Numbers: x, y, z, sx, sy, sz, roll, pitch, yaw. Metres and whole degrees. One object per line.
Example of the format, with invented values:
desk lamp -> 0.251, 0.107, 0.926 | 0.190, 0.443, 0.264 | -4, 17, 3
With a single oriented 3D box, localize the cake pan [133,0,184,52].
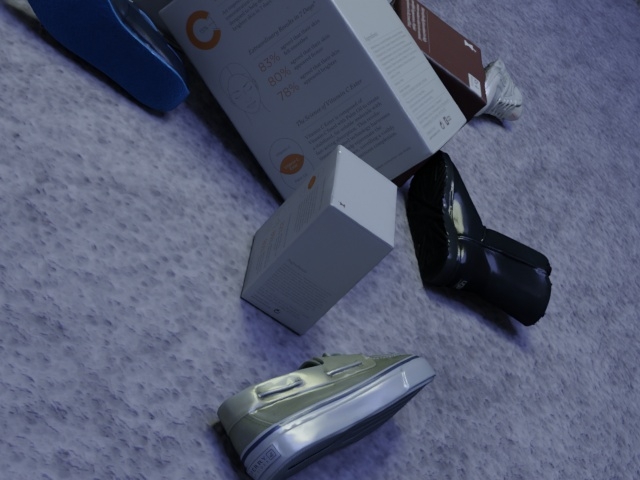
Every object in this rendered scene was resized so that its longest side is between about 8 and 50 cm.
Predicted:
cake pan -> -0.189, -0.374, 1.638 | 0.293, 0.054, 0.293 | 32, 33, -23

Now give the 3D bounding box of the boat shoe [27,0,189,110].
boat shoe -> -0.268, -0.262, 1.380 | 0.258, 0.109, 0.089 | 51, 19, -25

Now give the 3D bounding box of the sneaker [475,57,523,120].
sneaker -> 0.339, -0.273, 2.138 | 0.115, 0.090, 0.232 | 47, 31, -3

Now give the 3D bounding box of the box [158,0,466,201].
box -> -0.006, -0.223, 1.461 | 0.345, 0.215, 0.168 | 56, 29, -4

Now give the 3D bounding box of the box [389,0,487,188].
box -> 0.120, -0.226, 1.689 | 0.167, 0.203, 0.168 | 33, 31, -19

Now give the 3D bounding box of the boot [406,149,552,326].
boot -> 0.238, -0.001, 1.664 | 0.207, 0.094, 0.246 | 23, 43, -27

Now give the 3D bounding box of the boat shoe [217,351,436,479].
boat shoe -> 0.017, 0.162, 1.184 | 0.094, 0.109, 0.302 | 52, 33, 16

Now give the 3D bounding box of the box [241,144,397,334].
box -> 0.000, 0.000, 1.294 | 0.091, 0.170, 0.130 | 35, 32, -18
